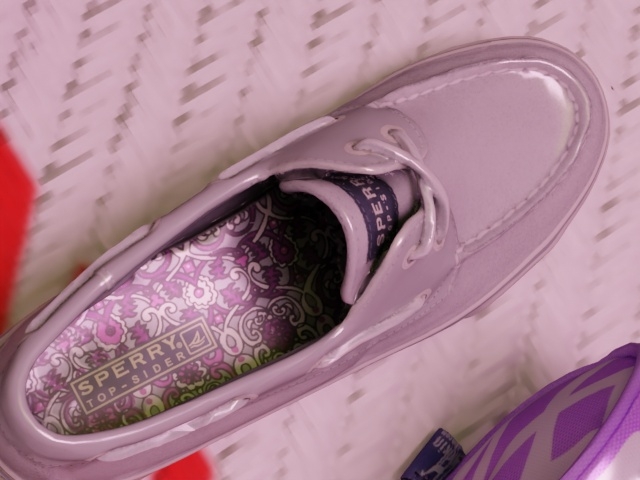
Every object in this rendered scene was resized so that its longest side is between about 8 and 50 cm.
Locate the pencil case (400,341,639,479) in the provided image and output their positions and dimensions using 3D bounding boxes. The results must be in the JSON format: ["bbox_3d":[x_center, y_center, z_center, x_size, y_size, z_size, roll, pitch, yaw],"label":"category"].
[{"bbox_3d":[0.109,0.118,0.439,0.206,0.086,0.088,45,59,-3],"label":"pencil case"}]

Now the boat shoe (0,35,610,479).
[{"bbox_3d":[0.000,0.000,0.446,0.184,0.063,0.066,-25,86,-18],"label":"boat shoe"}]
